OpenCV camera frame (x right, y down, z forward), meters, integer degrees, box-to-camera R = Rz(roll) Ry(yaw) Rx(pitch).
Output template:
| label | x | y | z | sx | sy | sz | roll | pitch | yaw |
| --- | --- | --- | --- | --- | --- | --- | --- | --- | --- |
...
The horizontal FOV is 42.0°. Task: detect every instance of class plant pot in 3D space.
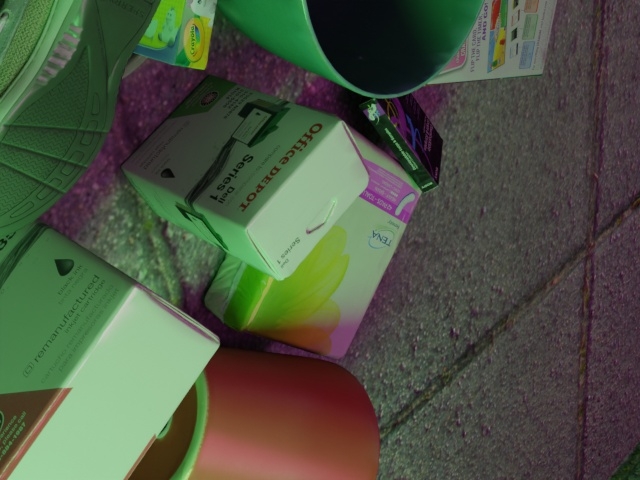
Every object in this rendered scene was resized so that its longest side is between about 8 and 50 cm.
| label | x | y | z | sx | sy | sz | roll | pitch | yaw |
| --- | --- | --- | --- | --- | --- | --- | --- | --- | --- |
| plant pot | 0.004 | -0.315 | 0.860 | 0.293 | 0.235 | 0.293 | -24 | 126 | -39 |
| plant pot | -0.106 | 0.247 | 1.022 | 0.243 | 0.275 | 0.275 | 26 | 89 | -39 |

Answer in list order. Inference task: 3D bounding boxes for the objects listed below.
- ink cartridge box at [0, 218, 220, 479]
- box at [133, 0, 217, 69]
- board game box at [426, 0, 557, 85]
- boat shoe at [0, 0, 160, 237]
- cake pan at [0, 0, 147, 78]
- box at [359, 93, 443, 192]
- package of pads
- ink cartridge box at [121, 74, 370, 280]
| label | x | y | z | sx | sy | sz | roll | pitch | yaw |
| --- | --- | --- | --- | --- | --- | --- | --- | --- | --- |
| ink cartridge box | -0.258 | 0.101 | 0.746 | 0.207 | 0.283 | 0.117 | -56 | 136 | -11 |
| box | -0.134 | -0.255 | 0.756 | 0.043 | 0.105 | 0.179 | -2 | 110 | -49 |
| board game box | 0.245 | -0.361 | 1.236 | 0.316 | 0.064 | 0.242 | -14 | 119 | -43 |
| boat shoe | -0.238 | -0.153 | 0.712 | 0.321 | 0.103 | 0.118 | -64 | 155 | 6 |
| cake pan | -0.246 | -0.275 | 0.747 | 0.293 | 0.054 | 0.293 | -24 | 125 | -39 |
| box | 0.115 | -0.159 | 1.141 | 0.162 | 0.029 | 0.116 | 51 | 33 | -29 |
| package of pads | 0.000 | 0.000 | 1.121 | 0.229 | 0.101 | 0.297 | 27 | 89 | -49 |
| ink cartridge box | -0.081 | -0.075 | 0.899 | 0.160 | 0.219 | 0.093 | -50 | 138 | -18 |
